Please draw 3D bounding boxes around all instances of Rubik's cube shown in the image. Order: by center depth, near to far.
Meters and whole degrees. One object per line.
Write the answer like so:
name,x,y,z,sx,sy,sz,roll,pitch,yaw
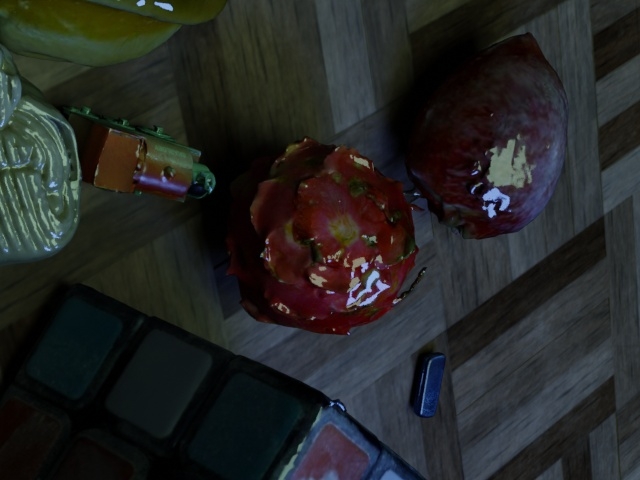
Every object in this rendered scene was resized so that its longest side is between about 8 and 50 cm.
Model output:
Rubik's cube,-0.118,0.296,1.496,0.362,0.363,0.359,40,78,-45

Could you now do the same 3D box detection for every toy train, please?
toy train,-0.174,-0.073,1.466,0.176,0.118,0.074,16,96,-47

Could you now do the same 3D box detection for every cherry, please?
cherry,0.195,-0.122,1.803,0.192,0.175,0.250,26,83,-37

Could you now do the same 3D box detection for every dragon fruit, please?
dragon fruit,0.000,0.000,1.631,0.210,0.205,0.268,-41,175,6

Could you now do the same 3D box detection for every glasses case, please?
glasses case,0.132,0.179,1.962,0.033,0.023,0.083,-1,104,-41

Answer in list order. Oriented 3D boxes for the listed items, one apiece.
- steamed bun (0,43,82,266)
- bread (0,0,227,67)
steamed bun,-0.315,-0.081,1.301,0.218,0.144,0.211,-16,112,-9
bread,-0.168,-0.306,1.317,0.300,0.210,0.341,24,88,-46
